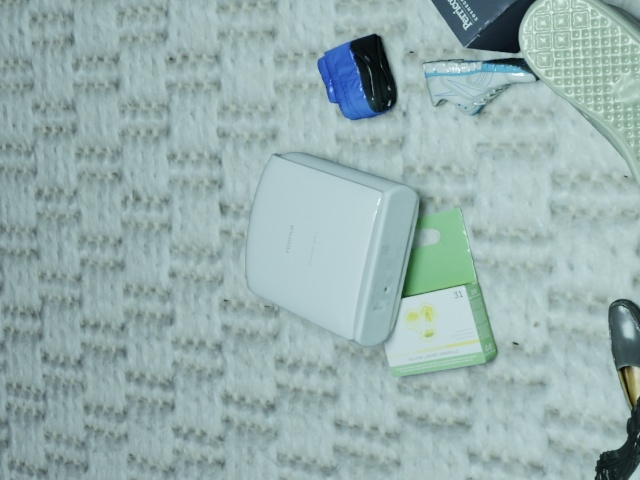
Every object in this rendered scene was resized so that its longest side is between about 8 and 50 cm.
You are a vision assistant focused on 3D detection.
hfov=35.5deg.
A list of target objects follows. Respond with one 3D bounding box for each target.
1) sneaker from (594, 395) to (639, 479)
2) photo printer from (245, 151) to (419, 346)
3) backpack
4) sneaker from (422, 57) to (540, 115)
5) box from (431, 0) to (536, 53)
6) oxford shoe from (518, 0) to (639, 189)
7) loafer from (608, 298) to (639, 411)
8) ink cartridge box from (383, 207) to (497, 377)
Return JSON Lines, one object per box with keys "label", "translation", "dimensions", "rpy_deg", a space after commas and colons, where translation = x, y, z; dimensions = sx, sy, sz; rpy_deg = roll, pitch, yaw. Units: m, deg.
{"label": "sneaker", "translation": [0.443, 0.307, 1.336], "dimensions": [0.108, 0.100, 0.271], "rpy_deg": [11, 135, -6]}
{"label": "photo printer", "translation": [0.000, 0.000, 1.590], "dimensions": [0.308, 0.107, 0.256], "rpy_deg": [23, 106, 44]}
{"label": "backpack", "translation": [0.059, -0.247, 1.553], "dimensions": [0.101, 0.098, 0.120], "rpy_deg": [-15, 101, 44]}
{"label": "sneaker", "translation": [0.236, -0.223, 1.455], "dimensions": [0.191, 0.071, 0.082], "rpy_deg": [6, 106, 42]}
{"label": "box", "translation": [0.250, -0.482, 1.336], "dimensions": [0.312, 0.179, 0.343], "rpy_deg": [-39, 74, 31]}
{"label": "oxford shoe", "translation": [0.442, -0.154, 1.289], "dimensions": [0.449, 0.130, 0.169], "rpy_deg": [45, 114, 5]}
{"label": "loafer", "translation": [0.431, 0.164, 1.369], "dimensions": [0.062, 0.061, 0.170], "rpy_deg": [-23, 83, 36]}
{"label": "ink cartridge box", "translation": [0.164, 0.083, 1.550], "dimensions": [0.171, 0.056, 0.235], "rpy_deg": [-15, 90, 36]}
